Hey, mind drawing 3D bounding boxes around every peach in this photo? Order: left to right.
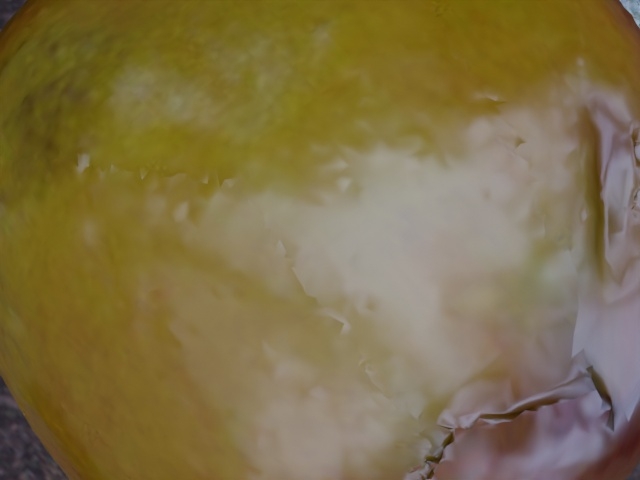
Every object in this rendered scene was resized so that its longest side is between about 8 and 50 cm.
[{"bbox_3d":[0.000,0.001,0.698,0.372,0.372,0.290,-48,149,-12],"label":"peach"}]

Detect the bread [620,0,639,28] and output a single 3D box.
[{"bbox_3d":[0.140,-0.216,0.933,0.172,0.064,0.232,-22,104,-11],"label":"bread"}]
